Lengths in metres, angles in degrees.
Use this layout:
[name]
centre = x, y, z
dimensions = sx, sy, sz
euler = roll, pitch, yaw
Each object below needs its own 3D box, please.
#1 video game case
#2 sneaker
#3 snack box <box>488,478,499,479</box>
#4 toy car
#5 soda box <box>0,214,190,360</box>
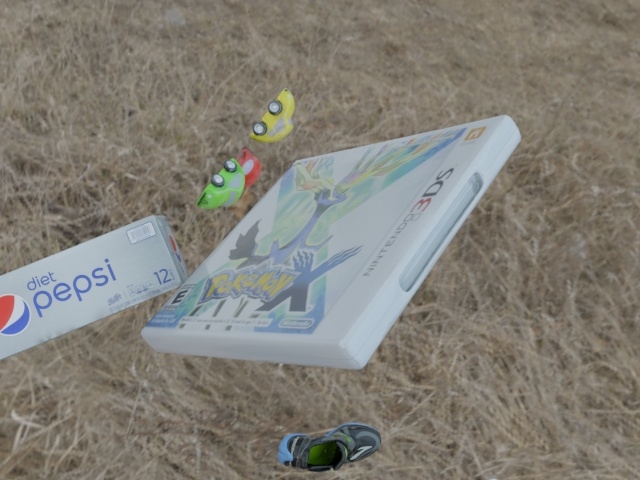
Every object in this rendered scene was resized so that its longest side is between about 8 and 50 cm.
[video game case]
centre = 0.000, 0.000, 0.817
dimensions = 0.036, 0.329, 0.300
euler = 54, 56, -23
[sneaker]
centre = 0.024, 0.327, 1.258
dimensions = 0.188, 0.078, 0.067
euler = 3, 97, -40
[snack box]
centre = 0.159, 0.312, 0.438
dimensions = 0.187, 0.060, 0.321
euler = 24, 45, -18
[toy car]
centre = -0.127, -0.116, 1.328
dimensions = 0.053, 0.239, 0.225
euler = 36, 45, -4
[soda box]
centre = -0.304, 0.062, 0.959
dimensions = 0.286, 0.098, 0.091
euler = -22, 93, -2
